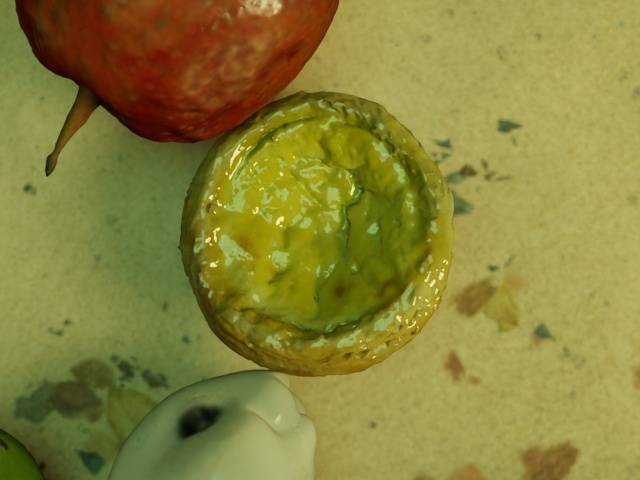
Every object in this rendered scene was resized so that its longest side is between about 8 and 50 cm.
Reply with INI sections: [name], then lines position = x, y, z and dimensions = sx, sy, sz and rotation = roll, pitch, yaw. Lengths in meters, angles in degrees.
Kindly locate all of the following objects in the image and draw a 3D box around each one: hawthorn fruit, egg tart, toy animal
[hawthorn fruit]
position = -0.110, -0.142, 0.863
dimensions = 0.207, 0.207, 0.243
rotation = 39, 94, 13
[egg tart]
position = 0.000, 0.000, 0.877
dimensions = 0.191, 0.074, 0.191
rotation = -4, 71, 12
[toy animal]
position = -0.023, 0.257, 0.803
dimensions = 0.258, 0.194, 0.357
rotation = -51, 59, 22

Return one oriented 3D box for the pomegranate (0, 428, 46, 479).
[pomegranate]
position = -0.232, 0.208, 0.861
dimensions = 0.156, 0.156, 0.220
rotation = -27, 108, 3
